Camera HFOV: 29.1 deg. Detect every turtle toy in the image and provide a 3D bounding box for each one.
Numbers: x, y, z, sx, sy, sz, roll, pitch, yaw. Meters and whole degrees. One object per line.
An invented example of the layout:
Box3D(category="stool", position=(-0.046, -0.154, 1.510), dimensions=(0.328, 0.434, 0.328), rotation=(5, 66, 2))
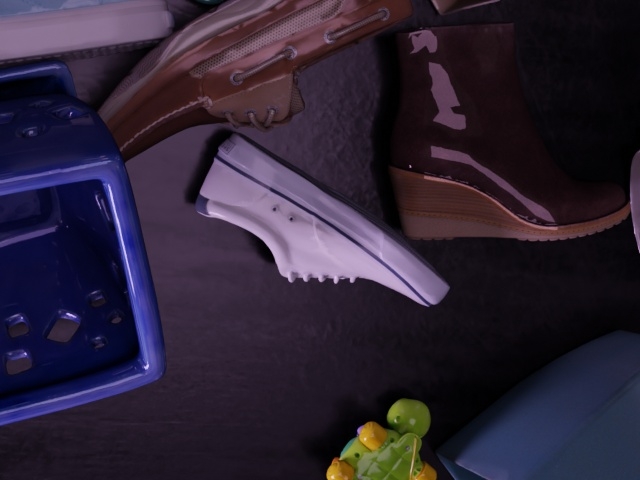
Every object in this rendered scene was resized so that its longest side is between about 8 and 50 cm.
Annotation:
Box3D(category="turtle toy", position=(0.064, 0.215, 1.223), dimensions=(0.095, 0.066, 0.130), rotation=(41, 86, -17))

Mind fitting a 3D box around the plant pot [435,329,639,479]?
Box3D(category="plant pot", position=(0.275, 0.208, 1.236), dimensions=(0.234, 0.165, 0.166), rotation=(-42, 107, -14))

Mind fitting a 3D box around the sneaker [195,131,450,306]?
Box3D(category="sneaker", position=(0.000, 0.000, 1.167), dimensions=(0.258, 0.094, 0.091), rotation=(33, 99, -9))

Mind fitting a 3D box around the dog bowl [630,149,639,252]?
Box3D(category="dog bowl", position=(0.450, -0.013, 1.161), dimensions=(0.102, 0.348, 0.349), rotation=(-19, 104, -24))

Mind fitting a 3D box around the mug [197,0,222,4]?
Box3D(category="mug", position=(-0.088, -0.290, 1.066), dimensions=(0.097, 0.129, 0.158), rotation=(20, 93, -17))

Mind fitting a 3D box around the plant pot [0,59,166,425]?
Box3D(category="plant pot", position=(-0.272, -0.005, 0.995), dimensions=(0.236, 0.212, 0.236), rotation=(-15, 129, -13))

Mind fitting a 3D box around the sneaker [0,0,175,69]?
Box3D(category="sneaker", position=(-0.311, -0.213, 1.027), dimensions=(0.365, 0.135, 0.150), rotation=(-11, 94, -22))

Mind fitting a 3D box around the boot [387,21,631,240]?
Box3D(category="boot", position=(0.188, -0.107, 1.191), dimensions=(0.248, 0.090, 0.207), rotation=(-3, 102, -11))

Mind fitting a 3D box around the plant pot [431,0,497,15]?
Box3D(category="plant pot", position=(0.147, -0.288, 1.148), dimensions=(0.096, 0.109, 0.109), rotation=(-38, 107, -19))

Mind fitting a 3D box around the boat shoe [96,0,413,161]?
Box3D(category="boat shoe", position=(-0.062, -0.150, 1.074), dimensions=(0.324, 0.123, 0.116), rotation=(-35, 95, 9))
